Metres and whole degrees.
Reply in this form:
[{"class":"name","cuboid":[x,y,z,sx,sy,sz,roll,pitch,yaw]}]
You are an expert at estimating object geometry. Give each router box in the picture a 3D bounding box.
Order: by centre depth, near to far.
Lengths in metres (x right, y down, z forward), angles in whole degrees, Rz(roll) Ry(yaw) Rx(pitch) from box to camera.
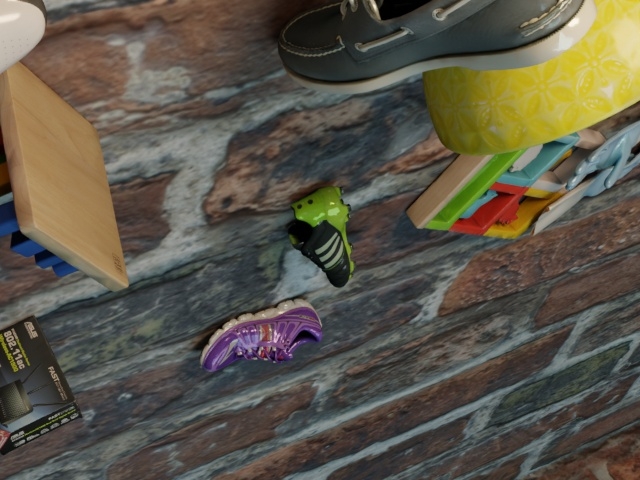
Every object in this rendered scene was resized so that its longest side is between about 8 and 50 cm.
[{"class":"router box","cuboid":[-0.313,0.149,1.325,0.092,0.122,0.038,-26,149,-13]}]

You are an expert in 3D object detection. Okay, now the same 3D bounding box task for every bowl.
[{"class":"bowl","cuboid":[0.203,-0.221,1.177,0.289,0.289,0.156,-32,111,-1]}]

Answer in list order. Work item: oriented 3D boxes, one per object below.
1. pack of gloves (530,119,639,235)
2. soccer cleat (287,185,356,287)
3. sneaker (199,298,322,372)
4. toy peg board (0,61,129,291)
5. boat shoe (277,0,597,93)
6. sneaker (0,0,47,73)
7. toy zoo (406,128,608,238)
[{"class":"pack of gloves","cuboid":[0.404,-0.095,1.723,0.232,0.046,0.195,-33,161,-23]},{"class":"soccer cleat","cuboid":[0.000,0.000,1.495,0.072,0.060,0.179,-18,146,-7]},{"class":"sneaker","cuboid":[-0.073,0.129,1.613,0.170,0.071,0.068,-21,152,-21]},{"class":"toy peg board","cuboid":[-0.240,-0.042,1.051,0.079,0.160,0.161,-20,156,11]},{"class":"boat shoe","cuboid":[0.073,-0.197,1.061,0.099,0.319,0.116,52,57,-33]},{"class":"sneaker","cuboid":[-0.301,-0.083,0.910,0.270,0.145,0.090,-22,152,-21]},{"class":"toy zoo","cuboid":[0.261,-0.079,1.663,0.192,0.030,0.293,-46,151,26]}]
